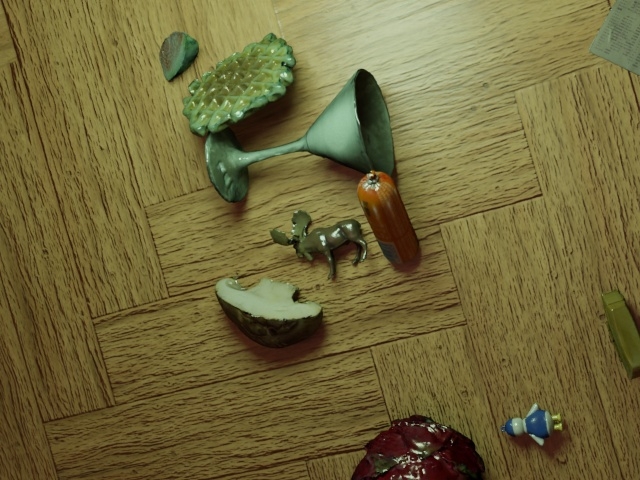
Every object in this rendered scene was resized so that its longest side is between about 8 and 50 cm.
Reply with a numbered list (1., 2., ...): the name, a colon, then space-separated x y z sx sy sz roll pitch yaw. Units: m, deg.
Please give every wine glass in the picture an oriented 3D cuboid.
1. wine glass: -0.050 -0.223 1.930 0.406 0.267 0.267 -12 91 23

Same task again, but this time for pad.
1. pad: 0.744 -0.429 1.784 0.265 0.009 0.159 29 103 13

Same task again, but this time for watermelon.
1. watermelon: -0.356 -0.480 2.071 0.180 0.081 0.094 -15 113 52

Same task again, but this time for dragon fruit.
1. dragon fruit: 0.230 0.563 1.881 0.330 0.329 0.329 2 95 17

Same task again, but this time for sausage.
1. sausage: 0.147 -0.060 1.845 0.093 0.312 0.092 -9 57 15

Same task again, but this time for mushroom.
1. mushroom: -0.135 0.194 2.057 0.286 0.156 0.151 15 127 16

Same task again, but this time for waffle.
1. waffle: -0.195 -0.370 1.957 0.309 0.291 0.056 -28 130 8

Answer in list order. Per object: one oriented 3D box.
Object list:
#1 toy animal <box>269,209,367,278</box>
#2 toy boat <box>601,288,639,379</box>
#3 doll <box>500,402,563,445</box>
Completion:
1. toy animal: 0.000 0.000 2.013 0.214 0.094 0.186 -26 92 10
2. toy boat: 0.678 0.208 1.825 0.057 0.077 0.200 -19 86 5
3. doll: 0.493 0.433 1.912 0.143 0.058 0.098 -13 70 18
